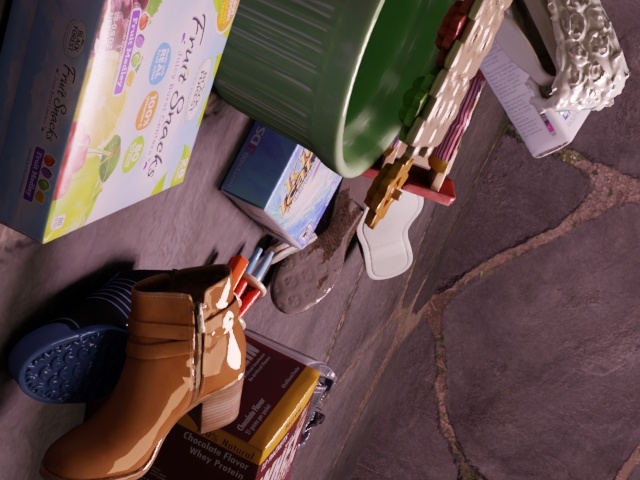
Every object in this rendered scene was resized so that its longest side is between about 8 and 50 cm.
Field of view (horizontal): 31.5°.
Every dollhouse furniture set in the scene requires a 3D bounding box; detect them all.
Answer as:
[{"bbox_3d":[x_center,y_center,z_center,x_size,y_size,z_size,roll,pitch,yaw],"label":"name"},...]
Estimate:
[{"bbox_3d":[0.152,-0.208,1.692,0.374,0.152,0.201,-80,-169,-73],"label":"dollhouse furniture set"}]

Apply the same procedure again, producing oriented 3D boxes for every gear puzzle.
[{"bbox_3d":[0.119,-0.165,1.134,0.339,0.044,0.175,-64,169,11],"label":"gear puzzle"}]

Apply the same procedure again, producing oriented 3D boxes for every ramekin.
[{"bbox_3d":[0.024,-0.224,1.058,0.303,0.148,0.303,-58,166,-24],"label":"ramekin"}]

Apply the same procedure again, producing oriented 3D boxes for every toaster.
[{"bbox_3d":[-0.073,0.189,1.462,0.129,0.146,0.227,-63,166,-1],"label":"toaster"}]

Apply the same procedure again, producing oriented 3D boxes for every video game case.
[{"bbox_3d":[-0.002,-0.137,1.319,0.269,0.061,0.244,-63,166,-5],"label":"video game case"}]

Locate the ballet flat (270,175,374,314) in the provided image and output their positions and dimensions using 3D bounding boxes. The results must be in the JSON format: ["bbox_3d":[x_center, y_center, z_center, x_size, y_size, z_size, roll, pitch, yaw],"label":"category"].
[{"bbox_3d":[0.000,0.000,1.584,0.058,0.084,0.250,-23,-145,59],"label":"ballet flat"}]

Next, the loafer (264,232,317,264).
[{"bbox_3d":[-0.046,0.000,1.476,0.045,0.039,0.125,-34,177,25],"label":"loafer"}]

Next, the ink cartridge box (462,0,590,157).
[{"bbox_3d":[0.278,-0.320,1.545,0.071,0.330,0.324,-23,-165,37],"label":"ink cartridge box"}]

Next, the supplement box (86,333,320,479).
[{"bbox_3d":[-0.127,0.197,1.168,0.129,0.191,0.194,-49,159,-50],"label":"supplement box"}]

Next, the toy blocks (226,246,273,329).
[{"bbox_3d":[-0.101,0.058,1.312,0.148,0.054,0.123,-59,166,-22],"label":"toy blocks"}]

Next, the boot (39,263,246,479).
[{"bbox_3d":[-0.148,0.107,0.934,0.197,0.073,0.152,-24,129,-36],"label":"boot"}]

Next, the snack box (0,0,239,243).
[{"bbox_3d":[-0.144,-0.110,0.797,0.207,0.070,0.174,-39,151,-65],"label":"snack box"}]

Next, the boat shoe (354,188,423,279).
[{"bbox_3d":[0.096,-0.043,1.824,0.114,0.091,0.302,-14,151,-11],"label":"boat shoe"}]

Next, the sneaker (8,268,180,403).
[{"bbox_3d":[-0.184,0.076,0.997,0.232,0.090,0.081,-9,128,-49],"label":"sneaker"}]

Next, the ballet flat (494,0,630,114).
[{"bbox_3d":[0.237,-0.336,1.361,0.147,0.409,0.147,-25,178,-1],"label":"ballet flat"}]
